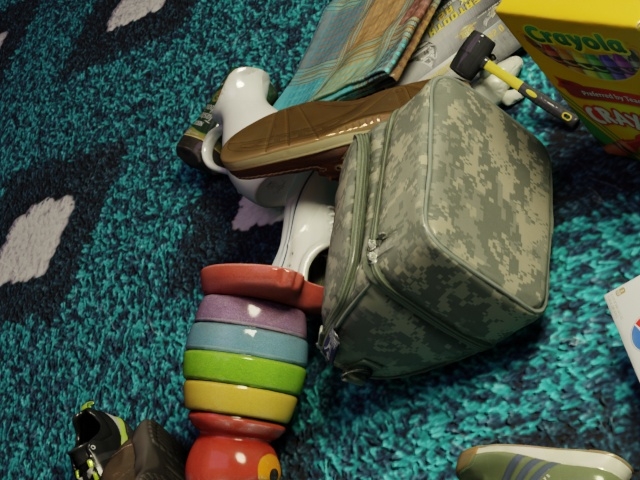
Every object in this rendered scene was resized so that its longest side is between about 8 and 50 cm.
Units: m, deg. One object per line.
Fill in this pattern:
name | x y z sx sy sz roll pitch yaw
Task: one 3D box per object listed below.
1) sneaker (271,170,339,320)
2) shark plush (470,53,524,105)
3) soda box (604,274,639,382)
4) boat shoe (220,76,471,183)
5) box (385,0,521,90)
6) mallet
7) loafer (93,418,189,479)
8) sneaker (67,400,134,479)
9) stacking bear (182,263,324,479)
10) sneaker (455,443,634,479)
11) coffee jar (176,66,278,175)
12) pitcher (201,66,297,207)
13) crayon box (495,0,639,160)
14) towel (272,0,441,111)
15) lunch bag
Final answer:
sneaker | 0.000 0.000 1.622 0.091 0.094 0.258 -1 64 33
shark plush | 0.217 -0.185 1.613 0.161 0.073 0.067 -53 8 17
soda box | 0.347 0.128 1.140 0.069 0.074 0.216 -34 38 19
boat shoe | 0.042 -0.118 1.577 0.342 0.123 0.123 -14 30 4
box | 0.191 -0.287 1.691 0.231 0.056 0.183 -35 30 18
mallet | 0.245 -0.192 1.520 0.062 0.039 0.189 -49 67 11
loafer | -0.211 0.344 1.421 0.130 0.134 0.366 -44 12 3
sneaker | -0.313 0.323 1.618 0.084 0.097 0.234 -35 38 18
stacking bear | -0.092 0.186 1.444 0.164 0.175 0.288 3 77 29
sneaker | 0.208 0.253 1.171 0.192 0.064 0.086 -6 47 39
coffee jar | -0.157 -0.195 1.962 0.096 0.079 0.184 19 72 52
pitcher | -0.107 -0.133 1.806 0.177 0.126 0.207 -53 47 32
crayon box | 0.325 -0.195 1.257 0.081 0.318 0.202 -55 36 -10
towel | 0.061 -0.308 1.795 0.370 0.040 0.271 -13 46 60
lunch bag | 0.116 0.000 1.402 0.256 0.213 0.305 -38 33 41
